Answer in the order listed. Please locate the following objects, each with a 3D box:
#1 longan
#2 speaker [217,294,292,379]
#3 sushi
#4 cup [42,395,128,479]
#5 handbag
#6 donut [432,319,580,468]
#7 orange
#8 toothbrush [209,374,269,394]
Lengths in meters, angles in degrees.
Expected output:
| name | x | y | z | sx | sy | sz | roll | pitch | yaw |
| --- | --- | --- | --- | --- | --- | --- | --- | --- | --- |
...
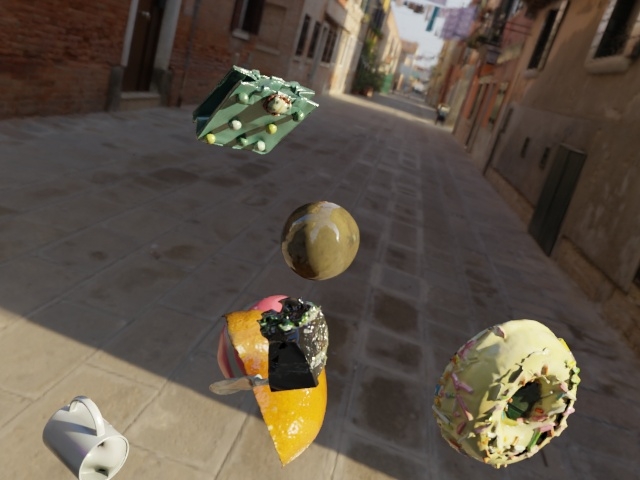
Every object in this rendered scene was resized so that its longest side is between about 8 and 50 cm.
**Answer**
| name | x | y | z | sx | sy | sz | roll | pitch | yaw |
| --- | --- | --- | --- | --- | --- | --- | --- | --- | --- |
| longan | 0.000 | 0.000 | 1.240 | 0.187 | 0.167 | 0.167 | -10 | 30 | -42 |
| speaker | -0.142 | 0.293 | 1.616 | 0.295 | 0.294 | 0.294 | 15 | 17 | -5 |
| sushi | -0.024 | 0.105 | 0.632 | 0.056 | 0.084 | 0.083 | -12 | 8 | 27 |
| cup | -0.421 | 0.353 | 1.069 | 0.133 | 0.135 | 0.099 | 23 | -4 | 34 |
| handbag | -0.184 | -0.334 | 1.587 | 0.269 | 0.100 | 0.274 | 7 | -27 | -43 |
| donut | 0.206 | 0.168 | 0.629 | 0.175 | 0.174 | 0.068 | 7 | 14 | -29 |
| orange | -0.114 | 0.295 | 1.261 | 0.310 | 0.274 | 0.274 | 35 | 20 | 9 |
| toothbrush | -0.133 | 0.252 | 1.035 | 0.037 | 0.028 | 0.375 | -23 | -3 | -34 |
